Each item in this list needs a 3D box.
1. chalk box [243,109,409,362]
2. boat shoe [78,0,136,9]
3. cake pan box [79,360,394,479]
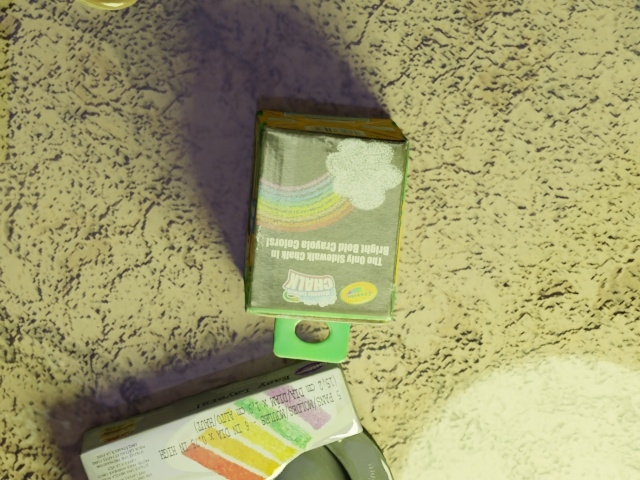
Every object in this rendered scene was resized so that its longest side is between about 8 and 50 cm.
[{"bbox_3d":[0.000,0.000,1.592,0.132,0.132,0.213,5,101,-5],"label":"chalk box"},{"bbox_3d":[-0.281,-0.313,1.489,0.342,0.123,0.123,36,77,-8],"label":"boat shoe"},{"bbox_3d":[-0.060,0.257,1.669,0.267,0.070,0.246,-17,103,0],"label":"cake pan box"}]
